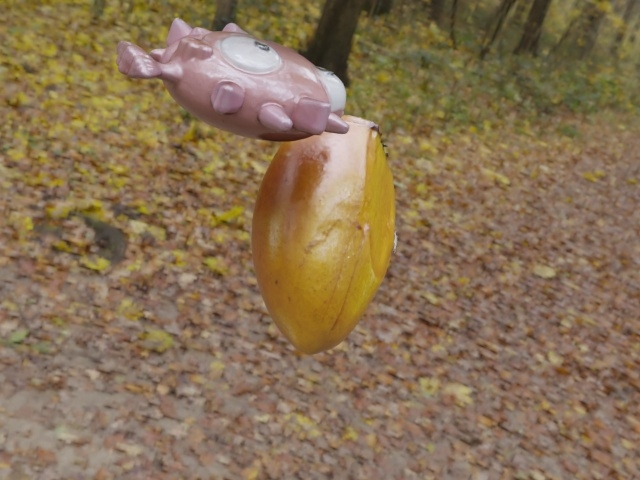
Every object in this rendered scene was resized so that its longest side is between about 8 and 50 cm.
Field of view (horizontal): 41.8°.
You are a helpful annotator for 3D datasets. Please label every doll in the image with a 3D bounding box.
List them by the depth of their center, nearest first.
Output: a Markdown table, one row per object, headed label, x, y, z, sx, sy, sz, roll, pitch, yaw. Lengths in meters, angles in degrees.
| label | x | y | z | sx | sy | sz | roll | pitch | yaw |
| --- | --- | --- | --- | --- | --- | --- | --- | --- | --- |
| doll | -0.075 | -0.151 | 0.802 | 0.262 | 0.093 | 0.211 | 6 | 27 | -40 |

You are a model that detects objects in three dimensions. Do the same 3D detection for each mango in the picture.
| label | x | y | z | sx | sy | sz | roll | pitch | yaw |
| --- | --- | --- | --- | --- | --- | --- | --- | --- | --- |
| mango | 0.000 | 0.000 | 0.966 | 0.138 | 0.257 | 0.187 | 0 | -31 | 35 |
